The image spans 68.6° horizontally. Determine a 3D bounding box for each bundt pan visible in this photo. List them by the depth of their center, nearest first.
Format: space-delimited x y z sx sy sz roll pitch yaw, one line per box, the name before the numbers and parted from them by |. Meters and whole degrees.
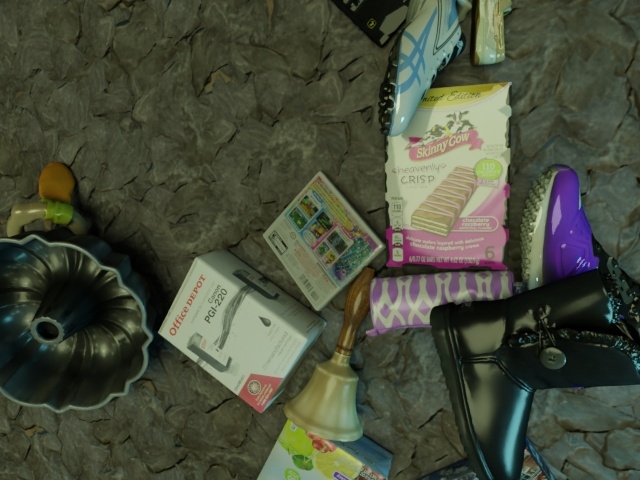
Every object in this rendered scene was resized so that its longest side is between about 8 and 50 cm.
bundt pan | -0.434 0.123 0.800 0.331 0.124 0.331 0 111 -1

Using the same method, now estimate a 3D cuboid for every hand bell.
hand bell | 0.039 0.157 0.705 0.126 0.126 0.242 18 92 15

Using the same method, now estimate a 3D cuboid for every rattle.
rattle | -0.503 -0.020 0.875 0.143 0.130 0.200 52 147 30

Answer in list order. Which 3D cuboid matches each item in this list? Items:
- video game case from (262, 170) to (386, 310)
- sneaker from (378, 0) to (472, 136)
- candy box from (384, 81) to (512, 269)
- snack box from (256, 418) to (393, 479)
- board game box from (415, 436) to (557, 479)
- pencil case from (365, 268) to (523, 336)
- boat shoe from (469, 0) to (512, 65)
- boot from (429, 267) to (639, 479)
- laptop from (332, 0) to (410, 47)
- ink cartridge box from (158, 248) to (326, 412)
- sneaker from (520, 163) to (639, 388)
video game case | 0.000 0.000 0.703 0.143 0.019 0.157 -46 65 19
sneaker | 0.128 -0.223 0.566 0.086 0.085 0.237 20 69 2
candy box | 0.169 -0.082 0.627 0.159 0.071 0.233 0 98 19
snack box | -0.007 0.393 0.761 0.174 0.070 0.207 28 108 12
board game box | 0.241 0.412 0.695 0.243 0.042 0.165 -35 87 20
pencil case | 0.168 0.088 0.644 0.206 0.086 0.088 -5 67 21
boat shoe | 0.218 -0.292 0.595 0.045 0.050 0.135 3 101 6
boot | 0.256 0.167 0.531 0.207 0.094 0.246 -16 92 31
laptop | 0.053 -0.432 0.578 0.264 0.136 0.234 47 110 7
ink cartridge box | -0.127 0.138 0.752 0.218 0.092 0.158 34 107 13
sneaker | 0.330 0.049 0.582 0.146 0.102 0.293 -1 106 19
